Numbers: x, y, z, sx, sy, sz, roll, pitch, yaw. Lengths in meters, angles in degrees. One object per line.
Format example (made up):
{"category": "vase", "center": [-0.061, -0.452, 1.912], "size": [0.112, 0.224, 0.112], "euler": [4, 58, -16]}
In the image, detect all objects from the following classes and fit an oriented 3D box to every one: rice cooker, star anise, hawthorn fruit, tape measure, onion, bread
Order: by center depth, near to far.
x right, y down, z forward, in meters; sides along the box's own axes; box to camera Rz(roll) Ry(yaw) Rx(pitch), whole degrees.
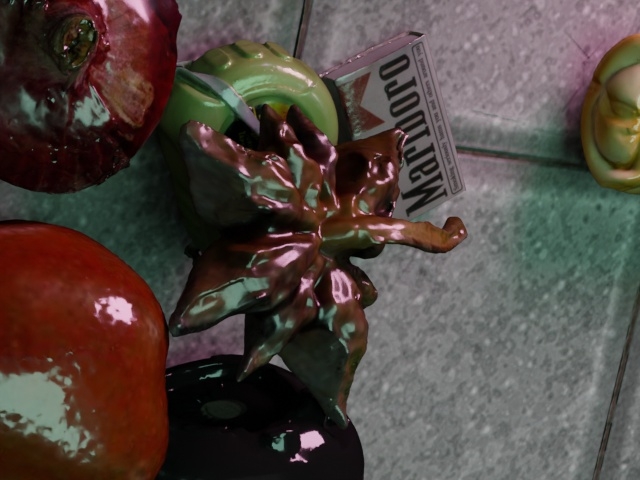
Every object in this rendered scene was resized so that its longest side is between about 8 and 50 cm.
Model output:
{"category": "onion", "center": [-0.225, -0.158, 1.572], "size": [0.252, 0.219, 0.252], "euler": [-4, 99, -27]}
{"category": "hawthorn fruit", "center": [-0.264, 0.109, 1.583], "size": [0.295, 0.295, 0.311], "euler": [-58, 149, -3]}
{"category": "star anise", "center": [-0.002, 0.002, 1.681], "size": [0.349, 0.109, 0.292], "euler": [36, 72, -39]}
{"category": "tape measure", "center": [-0.072, -0.096, 1.753], "size": [0.175, 0.106, 0.200], "euler": [-26, 121, -13]}
{"category": "rice cooker", "center": [-0.085, 0.239, 1.764], "size": [0.267, 0.267, 0.224], "euler": [-9, 115, -29]}
{"category": "bread", "center": [0.411, -0.126, 2.030], "size": [0.311, 0.121, 0.173], "euler": [6, 105, -33]}

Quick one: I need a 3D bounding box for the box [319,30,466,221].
{"category": "box", "center": [0.074, -0.104, 1.882], "size": [0.115, 0.036, 0.177], "euler": [-28, 118, -21]}
